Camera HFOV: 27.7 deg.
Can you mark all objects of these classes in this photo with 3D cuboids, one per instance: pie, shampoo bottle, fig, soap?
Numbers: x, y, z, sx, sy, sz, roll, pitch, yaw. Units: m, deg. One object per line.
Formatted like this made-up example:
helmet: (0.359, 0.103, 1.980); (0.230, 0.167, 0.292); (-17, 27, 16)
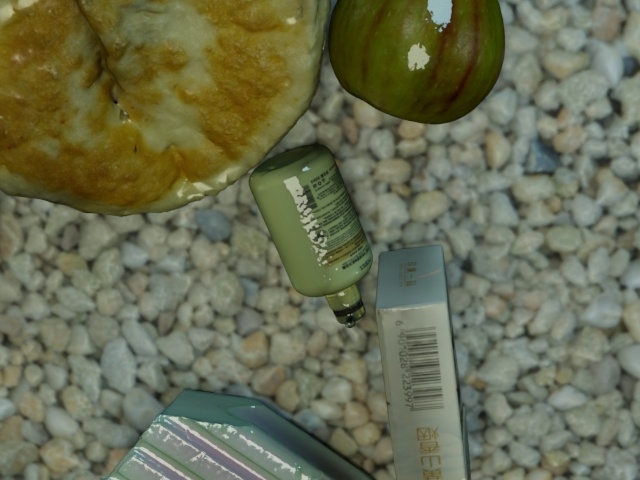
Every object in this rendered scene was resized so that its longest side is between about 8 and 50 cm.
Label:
pie: (-0.154, -0.152, 1.056); (0.339, 0.077, 0.339); (-8, 131, -9)
shampoo bottle: (0.000, 0.000, 1.154); (0.079, 0.079, 0.162); (-20, 107, 10)
fig: (0.092, -0.184, 1.052); (0.148, 0.142, 0.186); (4, 125, -26)
soap: (-0.077, 0.233, 1.234); (0.230, 0.091, 0.145); (36, 104, -8)

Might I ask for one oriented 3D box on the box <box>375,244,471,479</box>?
box: (0.094, 0.139, 1.158); (0.067, 0.149, 0.233); (-5, 108, 9)
